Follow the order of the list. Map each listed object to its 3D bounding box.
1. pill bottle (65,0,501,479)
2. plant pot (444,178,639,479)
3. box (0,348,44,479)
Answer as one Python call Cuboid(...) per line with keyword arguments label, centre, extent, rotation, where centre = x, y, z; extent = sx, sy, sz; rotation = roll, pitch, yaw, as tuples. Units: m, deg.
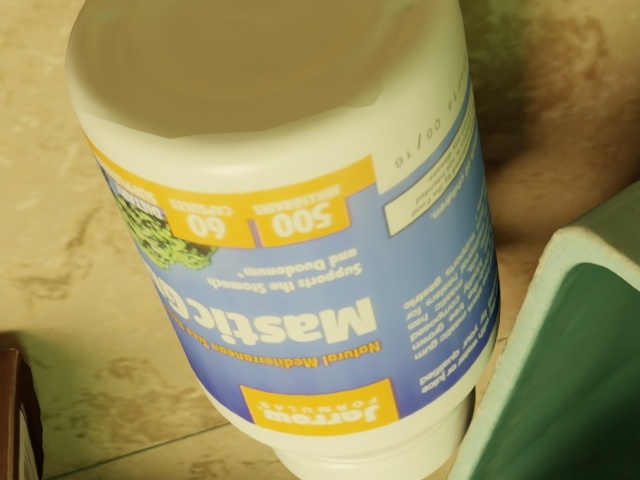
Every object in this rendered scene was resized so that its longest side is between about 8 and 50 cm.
Cuboid(label="pill bottle", centre=(0.000, 0.000, 0.601), extent=(0.152, 0.152, 0.272), rotation=(-12, 139, 4))
Cuboid(label="plant pot", centre=(0.245, 0.081, 0.653), extent=(0.252, 0.248, 0.247), rotation=(-37, 154, -35))
Cuboid(label="box", centre=(-0.341, 0.182, 0.713), extent=(0.381, 0.191, 0.143), rotation=(-3, 143, -7))
